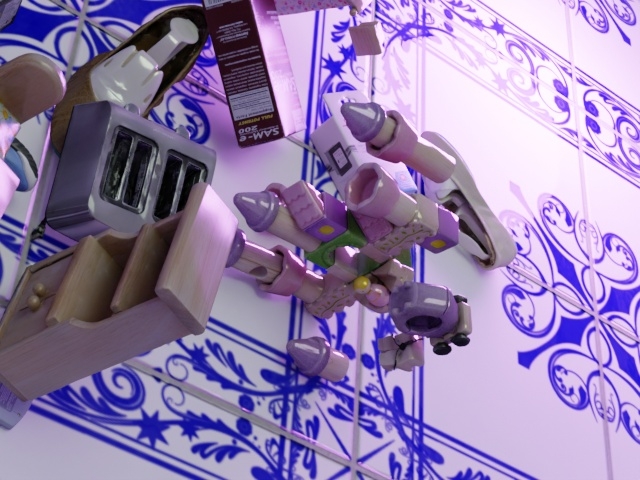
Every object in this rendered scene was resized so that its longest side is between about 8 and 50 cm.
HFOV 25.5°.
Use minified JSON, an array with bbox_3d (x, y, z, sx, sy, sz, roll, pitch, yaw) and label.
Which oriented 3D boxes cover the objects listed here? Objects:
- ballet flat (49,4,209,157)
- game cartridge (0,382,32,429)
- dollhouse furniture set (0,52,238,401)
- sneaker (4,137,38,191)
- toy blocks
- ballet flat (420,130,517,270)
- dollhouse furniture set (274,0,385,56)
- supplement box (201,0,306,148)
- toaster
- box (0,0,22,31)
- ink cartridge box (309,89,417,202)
[{"bbox_3d":[-0.233,-0.221,1.851,0.116,0.124,0.342,46,39,-7],"label":"ballet flat"},{"bbox_3d":[-0.338,0.163,1.535,0.056,0.017,0.083,34,42,-16],"label":"game cartridge"},{"bbox_3d":[-0.309,-0.054,1.405,0.394,0.256,0.362,52,31,-28],"label":"dollhouse furniture set"},{"bbox_3d":[-0.425,-0.106,1.620,0.211,0.080,0.081,29,49,-12],"label":"sneaker"},{"bbox_3d":[0.000,0.000,1.784,0.260,0.288,0.309,28,46,-36],"label":"toy blocks"},{"bbox_3d":[0.216,-0.057,2.213,0.248,0.086,0.086,54,38,1],"label":"ballet flat"},{"bbox_3d":[-0.114,-0.391,2.072,0.174,0.303,0.355,-52,131,-43],"label":"dollhouse furniture set"},{"bbox_3d":[-0.094,-0.256,1.962,0.130,0.073,0.239,-38,115,-74],"label":"supplement box"},{"bbox_3d":[-0.232,-0.063,1.705,0.168,0.110,0.186,25,69,-35],"label":"toaster"},{"bbox_3d":[-0.480,-0.285,1.656,0.183,0.056,0.231,33,33,1],"label":"box"},{"bbox_3d":[0.057,-0.132,2.120,0.104,0.060,0.180,-12,70,-48],"label":"ink cartridge box"}]
